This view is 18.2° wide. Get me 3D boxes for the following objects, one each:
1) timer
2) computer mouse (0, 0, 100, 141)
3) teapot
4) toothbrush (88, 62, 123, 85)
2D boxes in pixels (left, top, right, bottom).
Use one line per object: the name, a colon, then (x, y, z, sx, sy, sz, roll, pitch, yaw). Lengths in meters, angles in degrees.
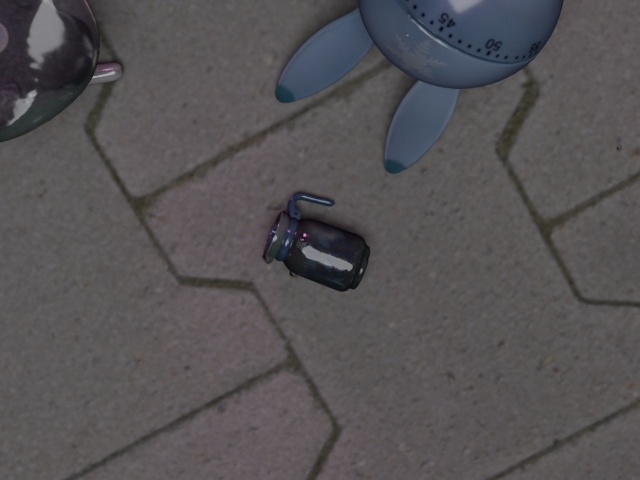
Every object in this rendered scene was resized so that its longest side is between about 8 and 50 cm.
timer: (0.088, -0.179, 1.548, 0.175, 0.255, 0.175, 6, 71, -19)
computer mouse: (-0.346, -0.177, 1.557, 0.379, 0.090, 0.167, 14, 93, 11)
teapot: (0.000, 0.002, 1.632, 0.083, 0.049, 0.064, 22, 105, -7)
toothbrush: (-0.295, -0.118, 1.605, 0.275, 0.019, 0.025, -6, 112, 1)
